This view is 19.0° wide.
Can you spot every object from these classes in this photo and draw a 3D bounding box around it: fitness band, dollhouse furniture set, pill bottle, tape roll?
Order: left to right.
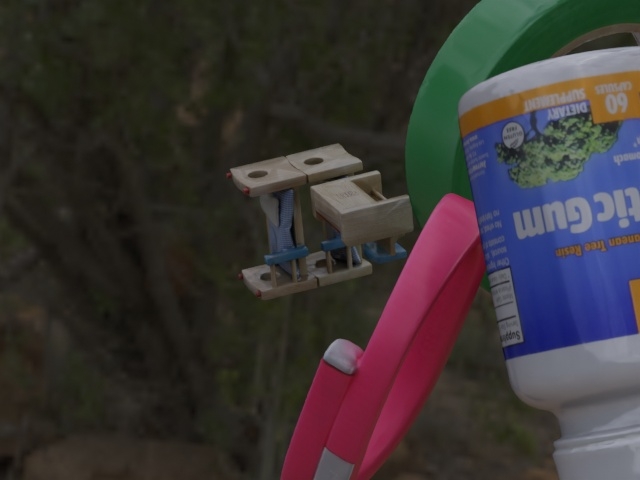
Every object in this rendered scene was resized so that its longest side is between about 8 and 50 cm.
[{"bbox_3d":[0.000,0.000,1.924,0.129,0.129,0.184,-14,24,-18],"label":"dollhouse furniture set"},{"bbox_3d":[0.051,0.093,1.436,0.054,0.291,0.209,30,42,11],"label":"fitness band"},{"bbox_3d":[0.230,-0.095,1.720,0.321,0.321,0.077,-3,25,-32],"label":"tape roll"},{"bbox_3d":[0.185,0.023,1.228,0.152,0.272,0.152,-11,-7,-1],"label":"pill bottle"}]
